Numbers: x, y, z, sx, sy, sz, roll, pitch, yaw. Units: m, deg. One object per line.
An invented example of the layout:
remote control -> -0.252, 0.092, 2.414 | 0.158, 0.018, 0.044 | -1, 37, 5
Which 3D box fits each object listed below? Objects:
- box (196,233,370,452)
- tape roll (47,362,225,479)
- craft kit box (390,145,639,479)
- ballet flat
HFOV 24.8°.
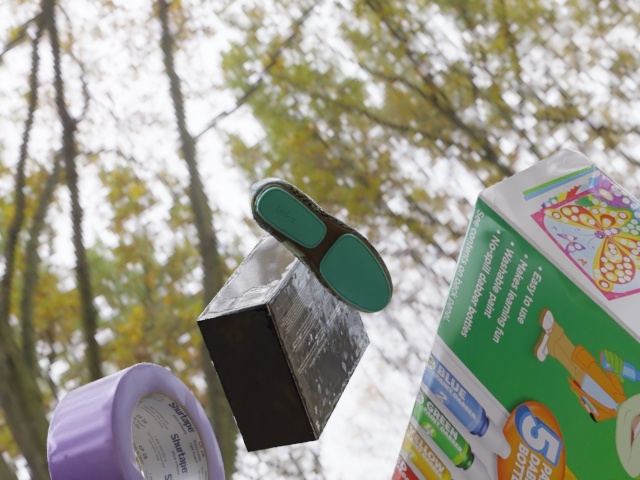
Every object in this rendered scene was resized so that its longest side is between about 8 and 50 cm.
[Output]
box -> -0.039, 0.113, 1.798 | 0.103, 0.184, 0.261 | -15, 17, 22
tape roll -> -0.178, 0.221, 1.434 | 0.080, 0.189, 0.189 | -23, -27, 22
craft kit box -> 0.130, 0.134, 0.538 | 0.061, 0.247, 0.250 | -28, -34, -32
ballet flat -> 0.000, 0.000, 1.474 | 0.070, 0.070, 0.188 | -41, -68, 8
